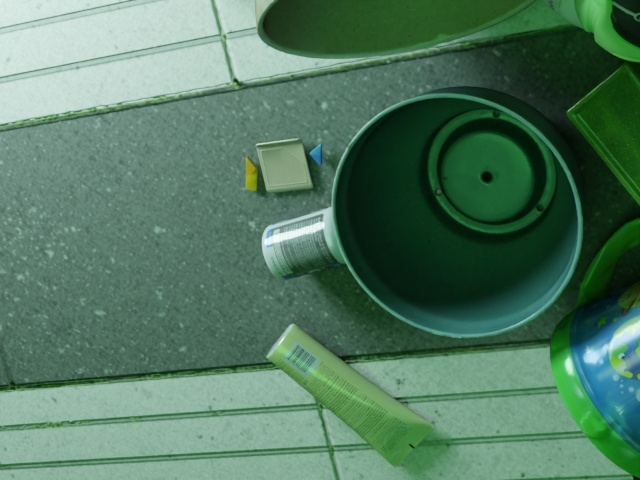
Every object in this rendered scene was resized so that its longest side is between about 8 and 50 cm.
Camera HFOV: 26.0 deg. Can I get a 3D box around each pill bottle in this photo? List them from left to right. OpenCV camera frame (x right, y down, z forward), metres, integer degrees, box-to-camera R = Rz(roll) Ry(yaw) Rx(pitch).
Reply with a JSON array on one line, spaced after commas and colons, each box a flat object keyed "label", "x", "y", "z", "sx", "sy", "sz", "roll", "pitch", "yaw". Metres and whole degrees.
[{"label": "pill bottle", "x": 0.000, "y": 0.000, "z": 1.810, "sx": 0.137, "sy": 0.078, "sz": 0.078, "roll": -16, "pitch": 104, "yaw": 26}]

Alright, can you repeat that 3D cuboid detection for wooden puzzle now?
[{"label": "wooden puzzle", "x": -0.048, "y": -0.099, "z": 1.828, "sx": 0.116, "sy": 0.014, "sz": 0.078, "roll": 1, "pitch": 115, "yaw": 21}]

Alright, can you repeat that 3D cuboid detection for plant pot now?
[{"label": "plant pot", "x": 0.182, "y": -0.056, "z": 1.649, "sx": 0.293, "sy": 0.196, "sz": 0.293, "roll": 7, "pitch": 112, "yaw": 18}]

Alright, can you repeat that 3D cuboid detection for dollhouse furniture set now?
[{"label": "dollhouse furniture set", "x": 0.450, "y": -0.182, "z": 1.474, "sx": 0.301, "sy": 0.198, "sz": 0.151, "roll": -42, "pitch": 79, "yaw": 41}]

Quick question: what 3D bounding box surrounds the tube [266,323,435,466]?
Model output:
[{"label": "tube", "x": 0.036, "y": 0.210, "z": 1.895, "sx": 0.240, "sy": 0.062, "sz": 0.070, "roll": 38, "pitch": 160, "yaw": -1}]

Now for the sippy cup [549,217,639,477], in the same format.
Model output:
[{"label": "sippy cup", "x": 0.422, "y": 0.125, "z": 1.588, "sx": 0.305, "sy": 0.240, "sz": 0.224, "roll": 49, "pitch": 126, "yaw": 4}]

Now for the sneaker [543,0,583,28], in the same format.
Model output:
[{"label": "sneaker", "x": 0.329, "y": -0.375, "z": 1.513, "sx": 0.152, "sy": 0.114, "sz": 0.305, "roll": 31, "pitch": 107, "yaw": 38}]

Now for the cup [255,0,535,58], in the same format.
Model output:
[{"label": "cup", "x": 0.072, "y": -0.368, "z": 1.532, "sx": 0.331, "sy": 0.331, "sz": 0.236, "roll": -16, "pitch": 78, "yaw": 26}]

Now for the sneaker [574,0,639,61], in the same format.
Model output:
[{"label": "sneaker", "x": 0.455, "y": -0.364, "z": 1.343, "sx": 0.483, "sy": 0.202, "sz": 0.185, "roll": -44, "pitch": 72, "yaw": -4}]

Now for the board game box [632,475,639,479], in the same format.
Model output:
[{"label": "board game box", "x": 0.460, "y": 0.281, "z": 1.769, "sx": 0.126, "sy": 0.026, "sz": 0.186, "roll": -6, "pitch": 108, "yaw": 23}]
